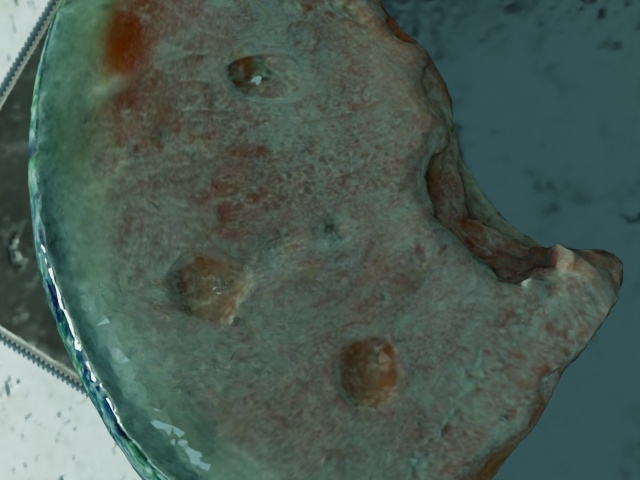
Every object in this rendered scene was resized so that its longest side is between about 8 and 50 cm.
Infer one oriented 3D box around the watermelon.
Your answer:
[{"bbox_3d":[0.000,0.000,0.504,0.226,0.148,0.318,-8,71,-10],"label":"watermelon"}]
